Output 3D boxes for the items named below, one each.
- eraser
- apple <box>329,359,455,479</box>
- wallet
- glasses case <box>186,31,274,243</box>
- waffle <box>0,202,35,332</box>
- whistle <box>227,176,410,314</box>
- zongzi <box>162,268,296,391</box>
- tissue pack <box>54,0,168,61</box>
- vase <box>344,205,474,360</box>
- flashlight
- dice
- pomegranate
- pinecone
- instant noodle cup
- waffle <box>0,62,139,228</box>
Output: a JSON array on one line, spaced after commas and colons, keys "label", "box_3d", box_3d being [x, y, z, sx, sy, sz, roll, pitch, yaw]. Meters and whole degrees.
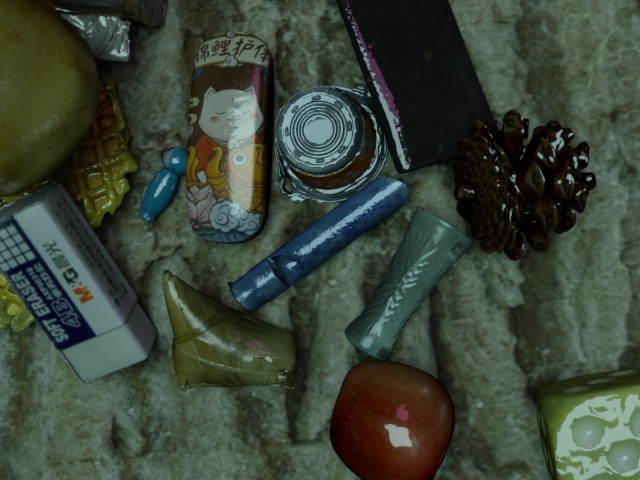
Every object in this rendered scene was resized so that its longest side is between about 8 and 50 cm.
[{"label": "eraser", "box_3d": [-0.371, 0.065, 1.162, 0.130, 0.086, 0.287, -23, 113, 10]}, {"label": "apple", "box_3d": [0.099, 0.255, 1.079, 0.168, 0.181, 0.181, 19, 91, 8]}, {"label": "wallet", "box_3d": [0.137, -0.265, 1.153, 0.170, 0.044, 0.321, -18, 84, -13]}, {"label": "glasses case", "box_3d": [-0.136, -0.155, 1.190, 0.122, 0.082, 0.321, 2, 87, 16]}, {"label": "waffle", "box_3d": [-0.491, 0.020, 1.254, 0.261, 0.056, 0.250, -19, 84, 2]}, {"label": "whistle", "box_3d": [0.000, 0.000, 1.171, 0.304, 0.062, 0.062, -36, 82, 7]}, {"label": "zongzi", "box_3d": [-0.133, 0.126, 1.139, 0.194, 0.099, 0.197, -1, 120, 8]}, {"label": "tissue pack", "box_3d": [-0.406, -0.398, 1.183, 0.305, 0.238, 0.238, 13, 89, 9]}, {"label": "vase", "box_3d": [0.122, 0.066, 1.133, 0.096, 0.096, 0.219, 34, 96, 10]}, {"label": "flashlight", "box_3d": [-0.242, -0.086, 1.223, 0.051, 0.051, 0.129, 29, 96, 10]}, {"label": "dice", "box_3d": [0.384, 0.268, 1.038, 0.169, 0.166, 0.169, -12, 85, 8]}, {"label": "pomegranate", "box_3d": [-0.458, -0.214, 1.032, 0.332, 0.332, 0.332, 0, 87, 10]}, {"label": "pinecone", "box_3d": [0.277, -0.080, 1.063, 0.207, 0.208, 0.208, 0, 87, 10]}, {"label": "instant noodle cup", "box_3d": [0.006, -0.152, 1.144, 0.177, 0.125, 0.208, 27, 92, 10]}, {"label": "waffle", "box_3d": [-0.403, -0.148, 1.220, 0.262, 0.060, 0.280, 29, 77, 1]}]
